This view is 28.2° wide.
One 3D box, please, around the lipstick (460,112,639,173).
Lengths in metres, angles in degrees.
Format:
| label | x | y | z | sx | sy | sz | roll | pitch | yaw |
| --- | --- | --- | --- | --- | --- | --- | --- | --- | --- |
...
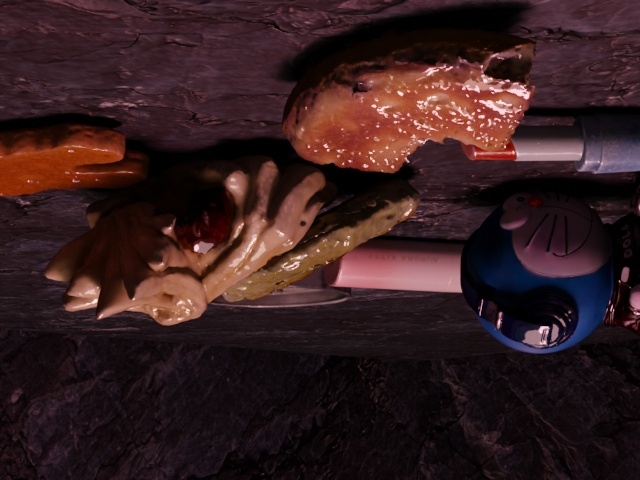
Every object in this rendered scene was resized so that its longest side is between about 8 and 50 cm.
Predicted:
| label | x | y | z | sx | sy | sz | roll | pitch | yaw |
| --- | --- | --- | --- | --- | --- | --- | --- | --- | --- |
| lipstick | 0.293 | -0.110 | 1.442 | 0.274 | 0.068 | 0.061 | -1 | 166 | -6 |

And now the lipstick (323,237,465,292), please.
| label | x | y | z | sx | sy | sz | roll | pitch | yaw |
| --- | --- | --- | --- | --- | --- | --- | --- | --- | --- |
| lipstick | 0.172 | 0.044 | 2.203 | 0.326 | 0.087 | 0.087 | 3 | 169 | -19 |

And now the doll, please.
| label | x | y | z | sx | sy | sz | roll | pitch | yaw |
| --- | --- | --- | --- | --- | --- | --- | --- | --- | --- |
| doll | 0.354 | 0.043 | 1.816 | 0.310 | 0.284 | 0.240 | 3 | 127 | 3 |

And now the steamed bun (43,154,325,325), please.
| label | x | y | z | sx | sy | sz | roll | pitch | yaw |
| --- | --- | --- | --- | --- | --- | --- | --- | --- | --- |
| steamed bun | -0.211 | 0.009 | 1.638 | 0.189 | 0.247 | 0.428 | 25 | 157 | -37 |

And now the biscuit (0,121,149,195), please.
| label | x | y | z | sx | sy | sz | roll | pitch | yaw |
| --- | --- | --- | --- | --- | --- | --- | --- | --- | --- |
| biscuit | -0.377 | -0.097 | 1.538 | 0.333 | 0.047 | 0.202 | -5 | 167 | 12 |

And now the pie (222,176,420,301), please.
| label | x | y | z | sx | sy | sz | roll | pitch | yaw |
| --- | --- | --- | --- | --- | --- | --- | --- | --- | --- |
| pie | 0.000 | 0.000 | 1.723 | 0.306 | 0.071 | 0.306 | -30 | -177 | 1 |

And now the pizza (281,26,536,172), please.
| label | x | y | z | sx | sy | sz | roll | pitch | yaw |
| --- | --- | --- | --- | --- | --- | --- | --- | --- | --- |
| pizza | 0.082 | -0.142 | 1.224 | 0.305 | 0.086 | 0.161 | -12 | 142 | 40 |

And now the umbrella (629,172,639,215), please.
| label | x | y | z | sx | sy | sz | roll | pitch | yaw |
| --- | --- | --- | --- | --- | --- | --- | --- | --- | --- |
| umbrella | 0.577 | -0.043 | 1.695 | 0.326 | 0.090 | 0.094 | 7 | 130 | 2 |

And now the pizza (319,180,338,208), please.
| label | x | y | z | sx | sy | sz | roll | pitch | yaw |
| --- | --- | --- | --- | --- | --- | --- | --- | --- | --- |
| pizza | -0.088 | -0.040 | 1.782 | 0.246 | 0.058 | 0.127 | -20 | 178 | 30 |

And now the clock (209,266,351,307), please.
| label | x | y | z | sx | sy | sz | roll | pitch | yaw |
| --- | --- | --- | --- | --- | --- | --- | --- | --- | --- |
| clock | -0.096 | 0.079 | 2.434 | 0.325 | 0.067 | 0.325 | -1 | 170 | 0 |
